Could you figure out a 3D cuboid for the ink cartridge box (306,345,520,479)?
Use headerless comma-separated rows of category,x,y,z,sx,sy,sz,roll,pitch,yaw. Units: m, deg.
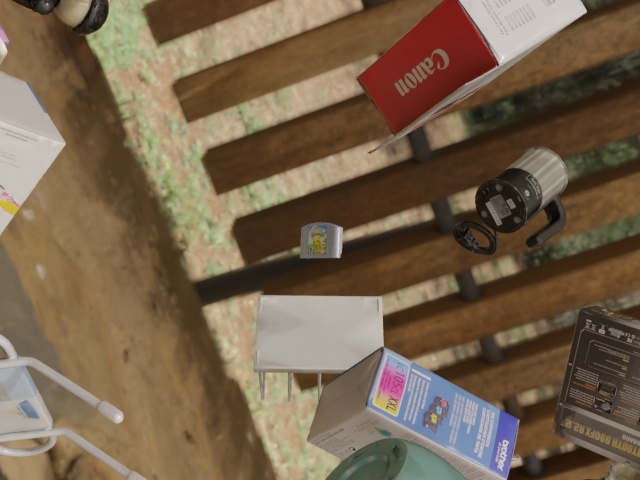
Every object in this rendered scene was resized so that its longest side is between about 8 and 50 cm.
ink cartridge box,0.210,0.400,2.015,0.395,0.270,0.151,31,55,-12

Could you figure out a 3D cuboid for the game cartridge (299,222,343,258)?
game cartridge,0.000,0.000,1.531,0.017,0.083,0.056,12,80,-44

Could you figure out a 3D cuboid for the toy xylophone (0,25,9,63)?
toy xylophone,-0.506,-0.200,1.035,0.236,0.322,0.081,54,-12,-8

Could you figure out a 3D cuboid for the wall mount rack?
wall mount rack,-0.403,0.258,1.372,0.350,0.304,0.130,86,-3,-52

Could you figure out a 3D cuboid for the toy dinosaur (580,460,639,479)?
toy dinosaur,0.417,0.431,1.581,0.160,0.313,0.121,52,23,-35

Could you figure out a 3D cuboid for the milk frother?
milk frother,0.280,-0.054,1.483,0.134,0.143,0.129,-33,112,-42

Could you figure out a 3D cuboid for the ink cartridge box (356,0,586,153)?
ink cartridge box,0.200,-0.284,1.527,0.130,0.272,0.309,57,-29,-1

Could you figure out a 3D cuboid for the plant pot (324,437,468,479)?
plant pot,0.125,0.460,1.575,0.235,0.293,0.293,54,14,-13

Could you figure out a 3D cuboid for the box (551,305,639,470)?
box,0.429,0.204,1.286,0.056,0.231,0.183,-3,106,-49

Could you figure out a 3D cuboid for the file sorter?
file sorter,-0.003,0.251,2.225,0.173,0.277,0.193,91,0,-50

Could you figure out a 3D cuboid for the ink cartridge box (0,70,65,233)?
ink cartridge box,-0.533,-0.126,1.476,0.168,0.233,0.171,19,26,-51

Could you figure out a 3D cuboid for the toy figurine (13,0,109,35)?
toy figurine,-0.237,-0.334,1.010,0.148,0.209,0.213,22,67,-38
